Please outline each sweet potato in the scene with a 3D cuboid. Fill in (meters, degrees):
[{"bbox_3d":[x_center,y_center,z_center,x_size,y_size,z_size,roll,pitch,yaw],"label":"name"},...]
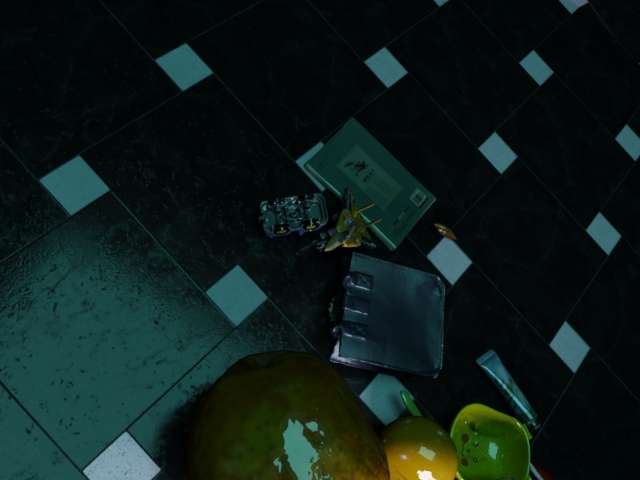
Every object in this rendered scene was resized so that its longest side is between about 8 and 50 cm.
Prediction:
[{"bbox_3d":[0.396,-0.029,1.952,0.095,0.034,0.034,36,59,-19],"label":"sweet potato"}]

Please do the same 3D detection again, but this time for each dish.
[{"bbox_3d":[0.443,0.573,1.686,0.262,0.108,0.221,17,64,-15],"label":"dish"}]

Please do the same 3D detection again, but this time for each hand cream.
[{"bbox_3d":[0.558,0.448,1.826,0.088,0.055,0.256,-25,75,-34],"label":"hand cream"}]

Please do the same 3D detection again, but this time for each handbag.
[{"bbox_3d":[0.177,0.213,1.707,0.329,0.122,0.303,16,65,-18],"label":"handbag"}]

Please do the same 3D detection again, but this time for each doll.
[{"bbox_3d":[0.254,0.527,1.579,0.213,0.213,0.236,37,44,-6],"label":"doll"}]

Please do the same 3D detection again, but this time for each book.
[{"bbox_3d":[0.161,-0.182,1.910,0.379,0.031,0.264,44,59,-2],"label":"book"}]

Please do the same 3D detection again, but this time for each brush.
[{"bbox_3d":[0.000,0.000,1.774,0.193,0.016,0.063,-31,83,-31],"label":"brush"}]

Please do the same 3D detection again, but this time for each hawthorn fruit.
[{"bbox_3d":[-0.077,0.458,1.311,0.471,0.472,0.472,9,67,-20],"label":"hawthorn fruit"}]

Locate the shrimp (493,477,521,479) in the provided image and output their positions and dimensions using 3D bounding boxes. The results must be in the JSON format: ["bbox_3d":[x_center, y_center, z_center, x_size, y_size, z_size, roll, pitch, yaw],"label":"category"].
[{"bbox_3d":[0.385,0.783,1.533,0.445,0.110,0.221,-38,97,-13],"label":"shrimp"}]

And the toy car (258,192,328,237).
[{"bbox_3d":[-0.079,-0.065,1.727,0.191,0.100,0.097,-9,73,-6],"label":"toy car"}]

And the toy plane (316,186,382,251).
[{"bbox_3d":[0.061,-0.020,1.701,0.316,0.103,0.204,-36,105,-54],"label":"toy plane"}]

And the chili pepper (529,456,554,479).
[{"bbox_3d":[0.624,0.754,1.718,0.137,0.092,0.369,-14,68,-6],"label":"chili pepper"}]
